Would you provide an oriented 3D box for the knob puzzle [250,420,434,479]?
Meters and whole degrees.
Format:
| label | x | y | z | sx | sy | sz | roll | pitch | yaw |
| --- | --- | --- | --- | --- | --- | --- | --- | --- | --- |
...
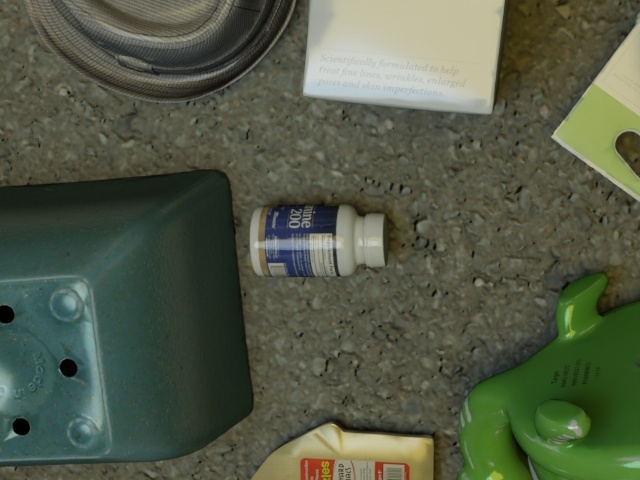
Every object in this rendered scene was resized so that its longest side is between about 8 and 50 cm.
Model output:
| label | x | y | z | sx | sy | sz | roll | pitch | yaw |
| --- | --- | --- | --- | --- | --- | --- | --- | --- | --- |
| knob puzzle | 0.013 | 0.264 | 1.095 | 0.213 | 0.030 | 0.213 | 2 | 100 | 9 |

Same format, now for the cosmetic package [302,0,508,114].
| label | x | y | z | sx | sy | sz | roll | pitch | yaw |
| --- | --- | --- | --- | --- | --- | --- | --- | --- | --- |
| cosmetic package | 0.077 | -0.188 | 0.929 | 0.151 | 0.184 | 0.151 | 6 | 100 | 9 |

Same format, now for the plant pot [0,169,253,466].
| label | x | y | z | sx | sy | sz | roll | pitch | yaw |
| --- | --- | --- | --- | --- | --- | --- | --- | --- | --- |
| plant pot | -0.215 | 0.082 | 0.990 | 0.247 | 0.252 | 0.247 | -4 | 99 | 10 |

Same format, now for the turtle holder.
| label | x | y | z | sx | sy | sz | roll | pitch | yaw |
| --- | --- | --- | --- | --- | --- | --- | --- | --- | --- |
| turtle holder | 0.271 | 0.175 | 0.932 | 0.320 | 0.243 | 0.227 | -24 | 112 | 4 |

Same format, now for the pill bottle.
| label | x | y | z | sx | sy | sz | roll | pitch | yaw |
| --- | --- | --- | --- | --- | --- | --- | --- | --- | --- |
| pill bottle | 0.000 | 0.000 | 1.033 | 0.120 | 0.067 | 0.067 | -1 | 99 | 10 |

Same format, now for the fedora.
| label | x | y | z | sx | sy | sz | roll | pitch | yaw |
| --- | --- | --- | --- | --- | --- | --- | --- | --- | --- |
| fedora | -0.161 | -0.244 | 0.990 | 0.275 | 0.124 | 0.243 | 28 | 102 | 4 |

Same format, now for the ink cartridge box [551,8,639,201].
| label | x | y | z | sx | sy | sz | roll | pitch | yaw |
| --- | --- | --- | --- | --- | --- | --- | --- | --- | --- |
| ink cartridge box | 0.333 | -0.137 | 0.960 | 0.171 | 0.056 | 0.235 | 36 | 105 | 2 |
